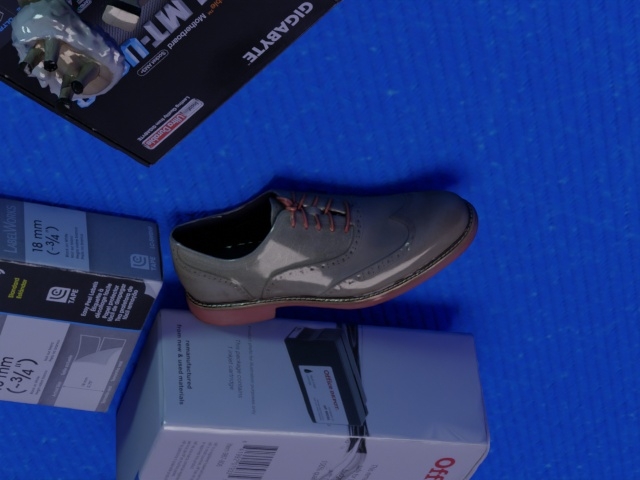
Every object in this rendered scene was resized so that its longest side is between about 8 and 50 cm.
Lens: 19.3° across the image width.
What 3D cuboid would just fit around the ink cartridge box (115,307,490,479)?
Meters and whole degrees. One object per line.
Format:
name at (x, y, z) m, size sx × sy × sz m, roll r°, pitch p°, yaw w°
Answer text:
ink cartridge box at (-0.030, 0.231, 2.277) m, size 0.395 × 0.166 × 0.285 m, roll 6°, pitch 147°, yaw -16°

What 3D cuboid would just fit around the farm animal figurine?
farm animal figurine at (-0.236, -0.316, 1.616) m, size 0.327 × 0.172 × 0.330 m, roll 34°, pitch 122°, yaw -19°

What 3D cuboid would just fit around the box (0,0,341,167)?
box at (-0.183, -0.236, 1.842) m, size 0.295 × 0.073 × 0.293 m, roll -37°, pitch 129°, yaw 27°

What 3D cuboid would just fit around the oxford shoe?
oxford shoe at (0.000, 0.000, 2.094) m, size 0.348 × 0.123 × 0.130 m, roll -16°, pitch 135°, yaw 8°

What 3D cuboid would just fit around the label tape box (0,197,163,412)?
label tape box at (-0.371, 0.067, 2.114) m, size 0.334 × 0.106 × 0.240 m, roll 9°, pitch 134°, yaw -19°
